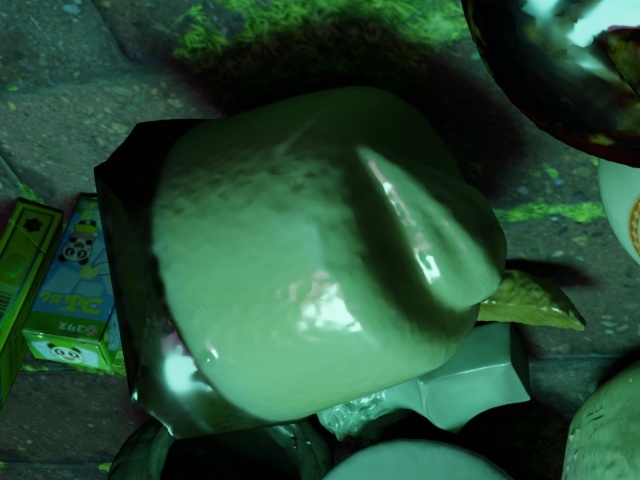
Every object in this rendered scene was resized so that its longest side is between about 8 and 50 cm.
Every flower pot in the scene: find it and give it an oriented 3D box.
[{"bbox_3d":[-0.123,0.345,1.832,0.301,0.302,0.213,29,142,-11],"label":"flower pot"}]

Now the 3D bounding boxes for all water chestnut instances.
[{"bbox_3d":[0.253,-0.177,0.986,0.350,0.302,0.350,12,147,8],"label":"water chestnut"}]

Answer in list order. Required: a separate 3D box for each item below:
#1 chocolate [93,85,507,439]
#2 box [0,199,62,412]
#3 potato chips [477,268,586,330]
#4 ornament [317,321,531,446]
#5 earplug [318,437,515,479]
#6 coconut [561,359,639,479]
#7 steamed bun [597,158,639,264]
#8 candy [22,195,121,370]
[{"bbox_3d":[0.000,0.000,1.320,0.326,0.314,0.297,2,162,-44],"label":"chocolate"},{"bbox_3d":[-0.368,0.080,1.661,0.064,0.220,0.141,18,144,2],"label":"box"},{"bbox_3d":[0.100,0.080,1.569,0.407,0.080,0.057,-10,150,32],"label":"potato chips"},{"bbox_3d":[0.110,0.167,1.637,0.285,0.120,0.130,-19,126,39],"label":"ornament"},{"bbox_3d":[0.140,0.415,1.734,0.312,0.313,0.394,10,170,13],"label":"earplug"},{"bbox_3d":[0.445,0.330,1.487,0.404,0.405,0.405,13,143,10],"label":"coconut"},{"bbox_3d":[0.358,-0.035,1.246,0.231,0.145,0.232,12,143,10],"label":"steamed bun"},{"bbox_3d":[-0.255,0.045,1.588,0.097,0.194,0.062,8,145,14],"label":"candy"}]
